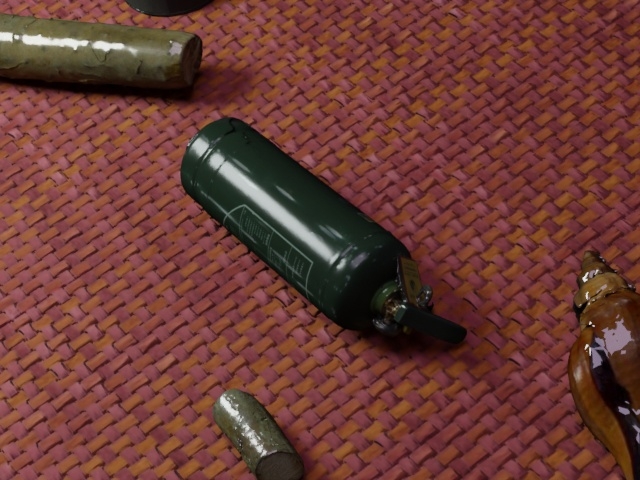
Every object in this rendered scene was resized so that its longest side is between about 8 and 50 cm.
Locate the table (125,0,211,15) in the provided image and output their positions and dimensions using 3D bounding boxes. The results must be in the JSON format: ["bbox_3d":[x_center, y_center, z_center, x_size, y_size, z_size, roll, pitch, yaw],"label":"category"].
[{"bbox_3d":[-0.172,-0.320,1.654,0.133,0.043,0.133,-6,49,7],"label":"table"}]

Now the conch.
[{"bbox_3d":[0.247,0.104,1.173,0.086,0.080,0.232,-5,49,18],"label":"conch"}]

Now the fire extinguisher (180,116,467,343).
[{"bbox_3d":[0.000,0.000,1.309,0.311,0.114,0.095,40,105,37],"label":"fire extinguisher"}]

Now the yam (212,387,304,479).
[{"bbox_3d":[-0.054,0.167,1.204,0.043,0.043,0.094,-29,49,-14],"label":"yam"}]

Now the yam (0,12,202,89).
[{"bbox_3d":[-0.308,-0.213,1.565,0.372,0.083,0.083,10,52,21],"label":"yam"}]
